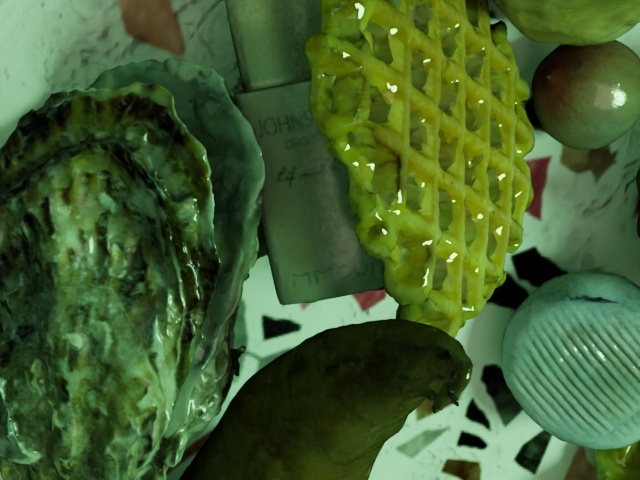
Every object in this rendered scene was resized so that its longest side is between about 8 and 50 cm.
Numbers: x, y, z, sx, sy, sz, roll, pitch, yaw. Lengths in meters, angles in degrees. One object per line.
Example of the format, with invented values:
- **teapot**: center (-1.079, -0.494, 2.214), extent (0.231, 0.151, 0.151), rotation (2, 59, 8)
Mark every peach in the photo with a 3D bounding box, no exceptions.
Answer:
- **peach**: center (0.188, -0.106, 0.758), extent (0.083, 0.083, 0.083), rotation (-8, 113, -19)

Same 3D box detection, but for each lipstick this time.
- **lipstick**: center (-0.015, -0.092, 0.653), extent (0.079, 0.077, 0.252), rotation (-11, 102, 5)

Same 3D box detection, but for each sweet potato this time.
- **sweet potato**: center (-0.026, 0.166, 0.693), extent (0.131, 0.130, 0.422), rotation (9, 133, -25)

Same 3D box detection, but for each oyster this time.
- **oyster**: center (-0.130, 0.058, 0.667), extent (0.158, 0.162, 0.350), rotation (-18, 129, -41)

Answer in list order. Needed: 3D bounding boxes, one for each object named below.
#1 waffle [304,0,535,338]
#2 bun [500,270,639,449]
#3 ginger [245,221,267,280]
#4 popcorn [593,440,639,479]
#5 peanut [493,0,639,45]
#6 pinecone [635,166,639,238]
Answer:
- **waffle**: center (0.071, -0.069, 0.662), extent (0.254, 0.052, 0.245), rotation (-47, 124, -52)
- **bun**: center (0.211, 0.088, 0.833), extent (0.141, 0.083, 0.140), rotation (6, 110, 17)
- **ginger**: center (-0.001, -0.003, 0.742), extent (0.174, 0.051, 0.069), rotation (-3, 110, -15)
- **popcorn**: center (0.325, 0.237, 0.896), extent (0.218, 0.169, 0.189), rotation (-36, 120, -11)
- **peanut**: center (0.156, -0.215, 0.604), extent (0.147, 0.147, 0.319), rotation (-43, 161, -2)
- **pinecone**: center (0.383, -0.022, 0.776), extent (0.296, 0.242, 0.298), rotation (-8, 103, -25)
